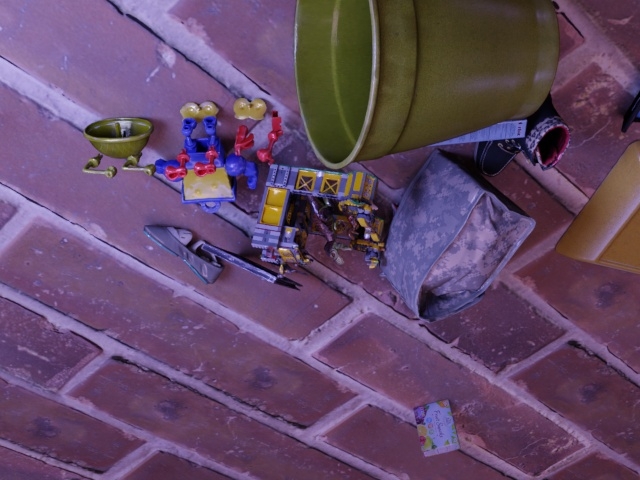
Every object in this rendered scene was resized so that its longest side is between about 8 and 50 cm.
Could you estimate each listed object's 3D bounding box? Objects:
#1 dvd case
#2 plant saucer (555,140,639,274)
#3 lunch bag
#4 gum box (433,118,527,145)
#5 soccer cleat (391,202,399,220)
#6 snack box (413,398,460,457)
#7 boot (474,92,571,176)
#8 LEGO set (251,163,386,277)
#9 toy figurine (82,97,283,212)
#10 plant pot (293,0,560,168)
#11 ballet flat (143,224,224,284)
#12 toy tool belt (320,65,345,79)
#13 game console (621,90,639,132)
[{"bbox_3d":[-0.134,0.055,1.688,0.165,0.221,0.018,24,88,14],"label":"dvd case"},{"bbox_3d":[0.746,-0.036,1.819,0.333,0.081,0.332,12,129,-17],"label":"plant saucer"},{"bbox_3d":[0.245,0.004,1.633,0.169,0.235,0.287,28,104,-27],"label":"lunch bag"},{"bbox_3d":[0.266,-0.241,1.516,0.185,0.157,0.041,-5,132,-2],"label":"gum box"},{"bbox_3d":[0.166,-0.047,1.767,0.036,0.029,0.083,-28,134,12],"label":"soccer cleat"},{"bbox_3d":[0.310,0.501,2.209,0.100,0.141,0.037,-16,132,7],"label":"snack box"},{"bbox_3d":[0.378,-0.181,1.569,0.085,0.178,0.236,12,129,-18],"label":"boot"},{"bbox_3d":[0.000,0.000,1.585,0.255,0.192,0.331,11,163,3],"label":"LEGO set"},{"bbox_3d":[-0.245,-0.116,1.553,0.363,0.191,0.217,-5,137,-2],"label":"toy figurine"},{"bbox_3d":[0.177,-0.310,1.348,0.353,0.366,0.366,-5,134,-19],"label":"plant pot"},{"bbox_3d":[-0.284,0.014,1.751,0.068,0.072,0.213,-47,127,-3],"label":"ballet flat"},{"bbox_3d":[0.033,-0.295,1.507,0.083,0.051,0.052,18,128,-22],"label":"toy tool belt"},{"bbox_3d":[0.648,-0.266,1.604,0.071,0.107,0.122,26,129,8],"label":"game console"}]
